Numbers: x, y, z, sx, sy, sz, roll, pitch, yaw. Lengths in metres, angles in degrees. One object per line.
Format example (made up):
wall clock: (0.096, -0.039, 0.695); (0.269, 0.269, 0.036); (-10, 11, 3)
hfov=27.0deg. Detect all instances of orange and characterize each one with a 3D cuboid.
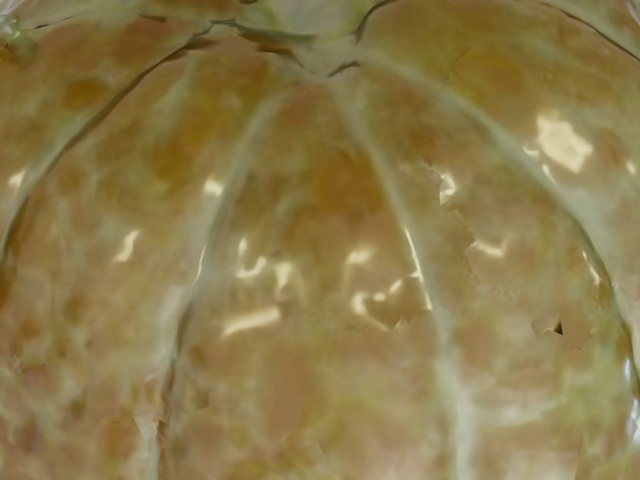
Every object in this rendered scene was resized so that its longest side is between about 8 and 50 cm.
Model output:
orange: (0.000, 0.000, 0.509); (0.329, 0.329, 0.249); (-12, 137, -3)
